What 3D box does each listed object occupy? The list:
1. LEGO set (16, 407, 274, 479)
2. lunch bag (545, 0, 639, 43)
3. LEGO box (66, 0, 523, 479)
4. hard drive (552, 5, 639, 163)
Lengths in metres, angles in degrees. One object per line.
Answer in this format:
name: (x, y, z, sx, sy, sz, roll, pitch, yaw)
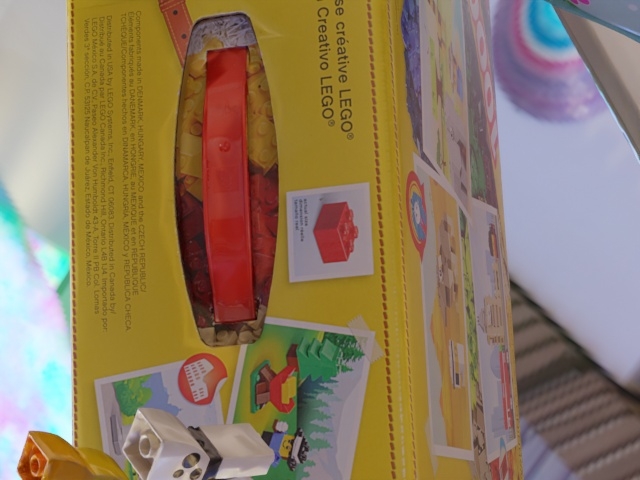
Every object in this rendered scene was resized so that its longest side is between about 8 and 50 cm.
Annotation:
LEGO set: (-0.077, 0.142, 0.592, 0.093, 0.227, 0.087, 2, -149, -40)
lunch bag: (0.237, -0.204, 0.800, 0.279, 0.224, 0.108, 25, 159, 11)
LEGO box: (0.000, 0.000, 0.959, 0.193, 0.500, 0.372, -6, 168, 15)
hard drive: (0.279, -0.140, 1.027, 0.203, 0.040, 0.307, -9, -133, -10)
